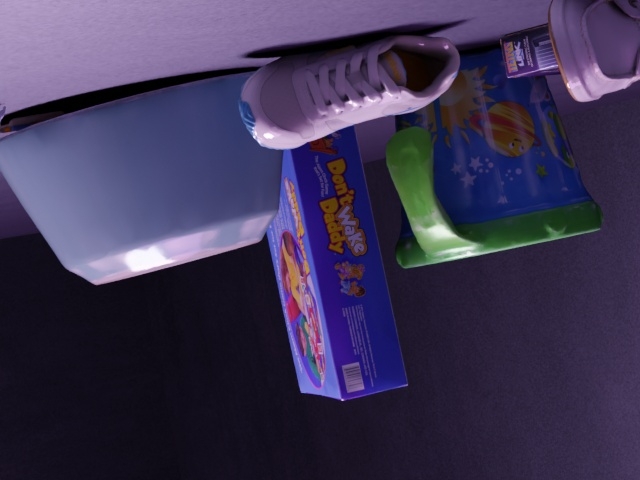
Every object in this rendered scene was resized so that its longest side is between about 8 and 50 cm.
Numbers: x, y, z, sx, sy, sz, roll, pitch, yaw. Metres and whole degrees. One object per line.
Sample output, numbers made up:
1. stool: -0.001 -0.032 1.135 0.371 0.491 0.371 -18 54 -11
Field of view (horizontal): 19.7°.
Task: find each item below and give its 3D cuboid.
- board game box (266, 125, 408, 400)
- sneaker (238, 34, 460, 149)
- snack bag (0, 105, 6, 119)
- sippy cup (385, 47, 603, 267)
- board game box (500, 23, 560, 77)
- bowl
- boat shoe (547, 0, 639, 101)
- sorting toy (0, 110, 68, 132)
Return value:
1. board game box: 0.000 0.000 2.088 0.078 0.347 0.233 -12 180 -12
2. sneaker: 0.025 -0.147 1.710 0.229 0.087 0.092 -19 177 -34
3. snack bag: -0.482 -0.066 1.752 0.343 0.037 0.323 -11 179 -17
4. sippy cup: 0.183 -0.098 2.092 0.240 0.224 0.305 -12 180 -3
5. board game box: 0.296 -0.211 1.957 0.141 0.048 0.170 -13 178 39
6. bowl: -0.164 -0.055 1.860 0.311 0.163 0.311 -15 180 0
7. boat shoe: 0.280 -0.190 1.650 0.096 0.098 0.277 -12 -172 26
8. sorting toy: -0.275 -0.117 1.832 0.083 0.012 0.062 -11 179 -22
